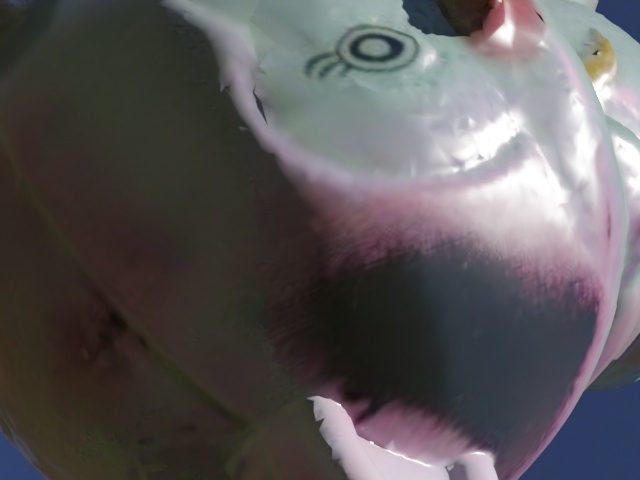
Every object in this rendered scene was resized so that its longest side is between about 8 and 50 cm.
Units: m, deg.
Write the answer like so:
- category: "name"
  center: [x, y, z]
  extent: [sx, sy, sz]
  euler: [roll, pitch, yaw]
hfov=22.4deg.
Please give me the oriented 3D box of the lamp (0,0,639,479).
- category: "lamp"
  center: [0.000, 0.000, 0.534]
  extent: [0.247, 0.301, 0.247]
  euler: [-44, -106, 27]
